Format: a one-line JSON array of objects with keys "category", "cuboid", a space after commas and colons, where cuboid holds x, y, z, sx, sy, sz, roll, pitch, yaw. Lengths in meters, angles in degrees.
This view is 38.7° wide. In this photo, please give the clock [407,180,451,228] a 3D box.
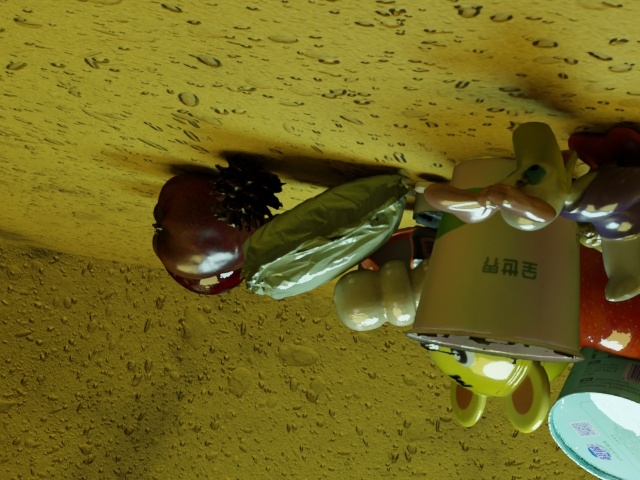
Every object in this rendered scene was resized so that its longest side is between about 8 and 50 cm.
[{"category": "clock", "cuboid": [0.229, -0.050, 1.519, 0.156, 0.063, 0.229, 1, 166, 41]}]

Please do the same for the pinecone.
[{"category": "pinecone", "cuboid": [-0.129, -0.077, 1.560, 0.140, 0.121, 0.140, 25, 177, 1]}]

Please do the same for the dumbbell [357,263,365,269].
[{"category": "dumbbell", "cuboid": [0.206, 0.081, 2.132, 0.225, 0.140, 0.124, 4, -173, 30]}]

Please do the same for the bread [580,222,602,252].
[{"category": "bread", "cuboid": [0.544, 0.003, 1.427, 0.367, 0.077, 0.084, 13, 154, -24]}]

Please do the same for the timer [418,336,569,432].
[{"category": "timer", "cuboid": [0.364, 0.196, 1.881, 0.376, 0.387, 0.376, 7, 170, 1]}]

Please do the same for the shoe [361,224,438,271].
[{"category": "shoe", "cuboid": [0.219, 0.019, 1.626, 0.336, 0.132, 0.171, -4, 171, 24]}]

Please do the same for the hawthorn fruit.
[{"category": "hawthorn fruit", "cuboid": [-0.198, -0.028, 1.758, 0.248, 0.208, 0.208, 0, 174, -14]}]

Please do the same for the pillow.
[{"category": "pillow", "cuboid": [0.000, 0.000, 1.556, 0.310, 0.138, 0.283, -31, 177, -3]}]

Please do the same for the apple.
[{"category": "apple", "cuboid": [0.521, 0.092, 1.596, 0.260, 0.216, 0.260, 10, 175, 1]}]

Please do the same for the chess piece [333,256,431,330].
[{"category": "chess piece", "cuboid": [0.152, 0.086, 1.509, 0.261, 0.142, 0.143, -12, 170, 2]}]

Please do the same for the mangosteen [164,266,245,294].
[{"category": "mangosteen", "cuboid": [-0.227, 0.003, 2.013, 0.215, 0.215, 0.257, 5, -159, 30]}]

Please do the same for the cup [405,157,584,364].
[{"category": "cup", "cuboid": [0.266, 0.033, 1.324, 0.253, 0.274, 0.253, 8, 171, 1]}]

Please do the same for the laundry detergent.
[{"category": "laundry detergent", "cuboid": [0.629, 0.278, 1.761, 0.287, 0.305, 0.287, 24, 143, 20]}]

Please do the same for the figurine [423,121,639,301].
[{"category": "figurine", "cuboid": [0.329, -0.035, 1.083, 0.421, 0.193, 0.154, 21, 171, -29]}]
